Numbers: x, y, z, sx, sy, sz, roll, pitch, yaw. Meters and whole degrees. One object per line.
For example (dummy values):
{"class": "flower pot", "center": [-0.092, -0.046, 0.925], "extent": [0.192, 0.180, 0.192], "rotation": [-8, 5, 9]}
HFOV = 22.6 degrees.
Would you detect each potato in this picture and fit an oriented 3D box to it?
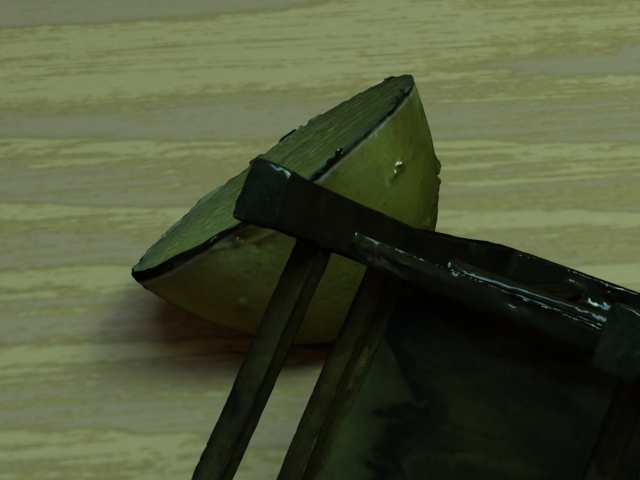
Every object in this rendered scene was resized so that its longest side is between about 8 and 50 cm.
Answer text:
{"class": "potato", "center": [0.000, 0.000, 0.970], "extent": [0.182, 0.117, 0.202], "rotation": [-16, 22, 51]}

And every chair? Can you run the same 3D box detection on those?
{"class": "chair", "center": [0.076, 0.123, 0.808], "extent": [0.203, 0.416, 0.241], "rotation": [20, 92, 21]}
